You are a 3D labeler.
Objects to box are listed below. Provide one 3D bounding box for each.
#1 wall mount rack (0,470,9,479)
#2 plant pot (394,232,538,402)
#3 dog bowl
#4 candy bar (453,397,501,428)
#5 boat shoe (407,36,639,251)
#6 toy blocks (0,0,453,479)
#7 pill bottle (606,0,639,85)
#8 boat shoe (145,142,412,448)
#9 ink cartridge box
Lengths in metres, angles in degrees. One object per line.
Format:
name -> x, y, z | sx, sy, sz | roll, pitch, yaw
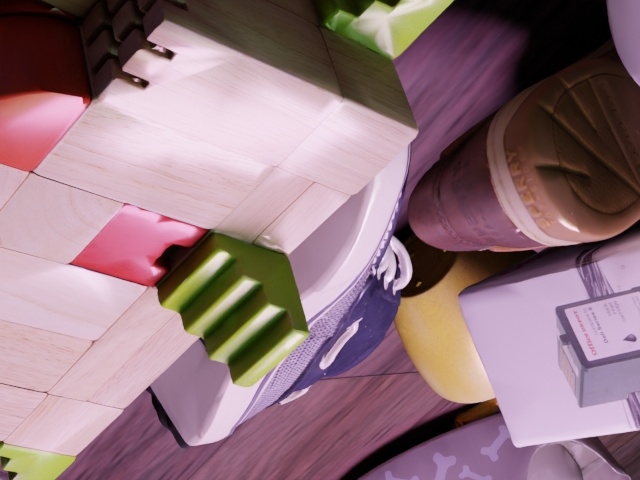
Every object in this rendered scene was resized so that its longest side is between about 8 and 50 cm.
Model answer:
wall mount rack -> -0.310, 0.238, 0.973 | 0.304, 0.130, 0.350 | -16, 152, -18
plant pot -> 0.105, 0.040, 0.991 | 0.134, 0.134, 0.095 | -35, 125, 18
dog bowl -> 0.166, 0.293, 1.474 | 0.348, 0.102, 0.349 | -20, 156, -9
candy bar -> 0.213, 0.161, 1.394 | 0.161, 0.018, 0.040 | -29, 153, 7
boat shoe -> 0.173, -0.059, 0.829 | 0.123, 0.123, 0.342 | -24, -178, 40
toy blocks -> -0.152, -0.034, 0.610 | 0.261, 0.191, 0.381 | 19, 130, -39
pill bottle -> 0.317, -0.151, 0.768 | 0.283, 0.161, 0.161 | -7, 148, -31
boat shoe -> 0.000, 0.000, 0.847 | 0.158, 0.127, 0.340 | -20, 158, -38
ink cartridge box -> 0.268, 0.030, 0.857 | 0.211, 0.122, 0.289 | -21, -179, -39
